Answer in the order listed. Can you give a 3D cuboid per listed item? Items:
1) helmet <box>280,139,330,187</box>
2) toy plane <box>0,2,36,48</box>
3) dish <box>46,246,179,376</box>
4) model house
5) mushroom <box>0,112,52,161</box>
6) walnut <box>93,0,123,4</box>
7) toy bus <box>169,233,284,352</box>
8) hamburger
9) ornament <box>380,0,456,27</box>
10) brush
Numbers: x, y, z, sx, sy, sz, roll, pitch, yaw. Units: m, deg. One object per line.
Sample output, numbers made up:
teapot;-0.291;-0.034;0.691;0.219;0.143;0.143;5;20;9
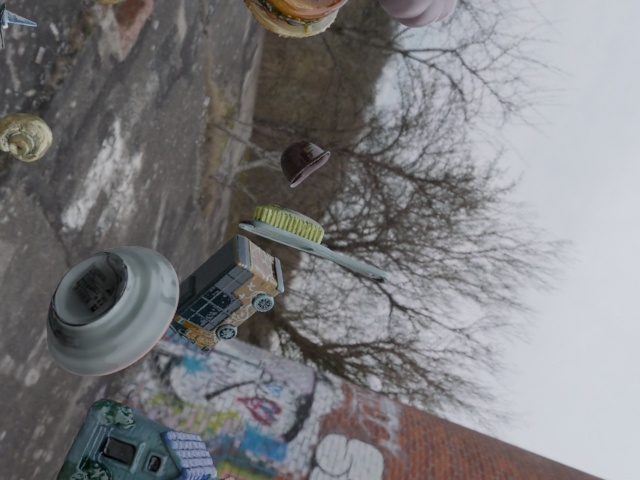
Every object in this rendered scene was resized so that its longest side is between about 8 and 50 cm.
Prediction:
helmet;-0.058;-0.256;1.916;0.175;0.106;0.155;-33;172;-38
toy plane;-0.506;-0.387;0.908;0.058;0.226;0.226;-34;169;-40
dish;-0.384;0.101;1.085;0.085;0.260;0.260;65;37;-52
model house;-0.352;0.539;1.307;0.252;0.329;0.295;74;37;-68
mushroom;-0.794;-0.277;1.656;0.112;0.148;0.148;-86;-163;-45
walnut;-0.379;-0.541;1.099;0.245;0.198;0.198;-52;-170;13
toy bus;-0.238;0.131;1.505;0.275;0.167;0.138;-40;-148;19
hamburger;-0.058;-0.629;1.485;0.225;0.291;0.291;-7;-119;69
ornament;0.203;-0.535;1.284;0.177;0.177;0.177;-158;-90;-84
brush;0.000;0.000;1.087;0.068;0.297;0.060;-12;-122;65
